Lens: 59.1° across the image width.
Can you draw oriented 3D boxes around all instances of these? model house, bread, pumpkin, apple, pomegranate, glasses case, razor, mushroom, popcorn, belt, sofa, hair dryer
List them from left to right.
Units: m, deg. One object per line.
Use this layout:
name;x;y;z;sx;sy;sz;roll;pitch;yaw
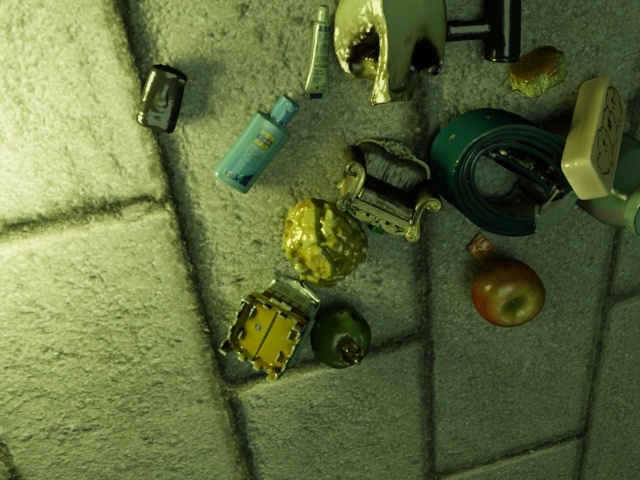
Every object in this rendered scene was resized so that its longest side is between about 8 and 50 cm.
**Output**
razor;-0.360;-0.322;1.284;0.090;0.054;0.148;14;112;-21
model house;-0.130;0.234;1.552;0.199;0.215;0.224;28;110;8
popcorn;-0.001;0.008;1.447;0.249;0.249;0.225;30;96;-26
pomegranate;0.065;0.291;1.628;0.187;0.225;0.186;-2;104;-10
sofa;0.172;-0.142;1.410;0.259;0.200;0.182;24;113;-7
mushroom;0.166;-0.470;1.297;0.218;0.212;0.291;-27;113;-35
hair dryer;0.361;-0.518;1.361;0.252;0.089;0.197;-9;120;-3
pumpkin;0.493;0.033;1.714;0.101;0.035;0.073;34;108;-30
apple;0.560;0.151;1.712;0.211;0.173;0.234;-28;123;5
belt;0.500;-0.177;1.524;0.437;0.173;0.300;20;112;-24
bread;0.554;-0.426;1.429;0.140;0.128;0.069;-28;125;2
glasses case;0.714;-0.271;1.467;0.144;0.076;0.336;44;56;-30

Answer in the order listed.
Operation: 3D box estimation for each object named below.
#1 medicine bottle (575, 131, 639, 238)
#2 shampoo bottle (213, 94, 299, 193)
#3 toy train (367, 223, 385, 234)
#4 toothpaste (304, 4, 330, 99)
medicine bottle;0.859;-0.148;1.565;0.245;0.290;0.244;-7;119;-12
shampoo bottle;-0.149;-0.240;1.381;0.104;0.061;0.258;32;105;-27
toy train;0.193;-0.116;1.549;0.044;0.042;0.209;14;113;-22
toothpaste;-0.002;-0.438;1.329;0.062;0.037;0.216;-3;122;-13
